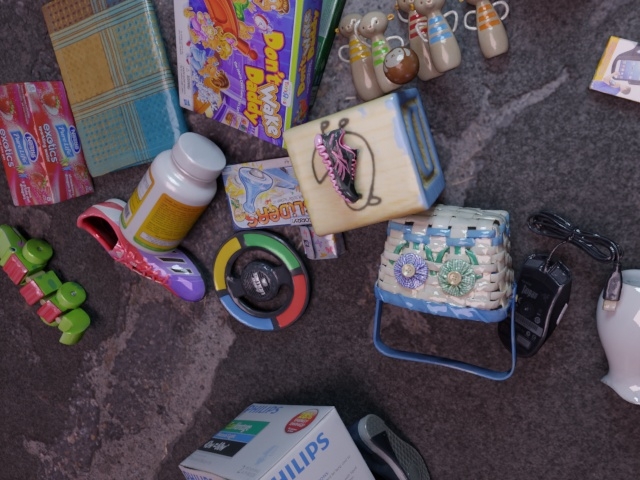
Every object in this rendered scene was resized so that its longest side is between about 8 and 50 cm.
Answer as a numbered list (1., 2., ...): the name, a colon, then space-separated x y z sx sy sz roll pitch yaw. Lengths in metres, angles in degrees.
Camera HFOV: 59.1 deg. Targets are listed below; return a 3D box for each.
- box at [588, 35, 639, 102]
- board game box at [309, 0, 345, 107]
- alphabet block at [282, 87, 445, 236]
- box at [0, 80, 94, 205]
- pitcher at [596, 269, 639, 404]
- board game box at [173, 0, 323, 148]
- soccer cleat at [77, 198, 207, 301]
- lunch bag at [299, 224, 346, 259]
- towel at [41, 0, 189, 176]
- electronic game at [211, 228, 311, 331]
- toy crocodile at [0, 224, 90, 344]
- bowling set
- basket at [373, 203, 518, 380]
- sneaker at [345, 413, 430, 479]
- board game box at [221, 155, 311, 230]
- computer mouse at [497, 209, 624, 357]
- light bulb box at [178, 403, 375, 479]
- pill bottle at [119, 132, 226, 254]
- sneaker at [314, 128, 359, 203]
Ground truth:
1. box: 0.491 -0.252 0.855 0.136 0.028 0.081 21 113 16
2. board game box: -0.067 -0.425 1.006 0.213 0.046 0.318 26 114 13
3. alphabet block: 0.082 -0.135 0.959 0.197 0.193 0.193 -15 99 24
4. box: -0.609 -0.214 1.236 0.122 0.128 0.257 -1 106 21
5. pitcher: 0.517 0.166 0.895 0.125 0.178 0.207 -4 107 1
6. board game box: -0.122 -0.349 0.930 0.233 0.078 0.347 23 137 13
7. soccer cleat: -0.389 0.034 1.235 0.318 0.116 0.109 41 116 5
8. lunch bag: 0.000 0.000 1.112 0.083 0.053 0.071 -3 104 31
9. towel: -0.424 -0.337 1.178 0.271 0.040 0.371 -9 101 22
10. electronic game: -0.127 0.086 1.190 0.229 0.048 0.230 6 108 19
11. toy crocodile: -0.688 0.108 1.381 0.115 0.105 0.341 -38 90 26
12. bowling set: 0.145 -0.327 0.877 0.286 0.200 0.154 -16 99 21
13. basket: 0.209 0.087 0.972 0.254 0.201 0.289 5 113 26
14. sneaker: 0.116 0.475 1.204 0.226 0.086 0.163 48 126 -8
15. board game box: -0.093 -0.096 1.125 0.201 0.035 0.136 -5 104 23
16. computer mouse: 0.410 0.093 0.950 0.184 0.060 0.262 29 113 49
17. light bulb box: -0.053 0.546 1.138 0.357 0.225 0.361 -22 99 54
18. pill bottle: -0.294 -0.095 1.137 0.136 0.136 0.246 45 121 3
19. sneaker: 0.037 -0.115 0.855 0.057 0.047 0.120 -23 98 14
